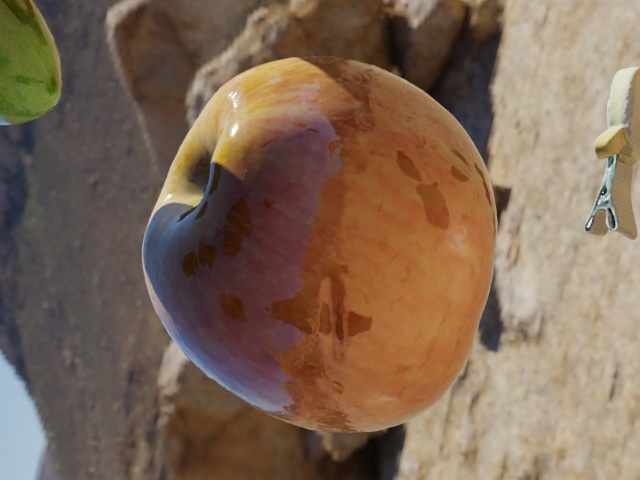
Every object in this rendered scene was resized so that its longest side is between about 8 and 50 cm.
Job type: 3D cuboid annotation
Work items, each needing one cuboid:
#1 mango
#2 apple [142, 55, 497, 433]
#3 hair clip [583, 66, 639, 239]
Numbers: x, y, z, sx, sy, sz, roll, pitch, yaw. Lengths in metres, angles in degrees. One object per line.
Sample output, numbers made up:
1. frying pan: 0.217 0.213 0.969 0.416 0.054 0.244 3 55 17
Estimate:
1. mango: -0.437 -0.262 1.486 0.225 0.382 0.201 -58 -5 39
2. apple: 0.000 0.000 1.465 0.391 0.347 0.391 -58 19 33
3. hair clip: 0.375 -0.113 1.703 0.159 0.071 0.218 19 -102 -52
